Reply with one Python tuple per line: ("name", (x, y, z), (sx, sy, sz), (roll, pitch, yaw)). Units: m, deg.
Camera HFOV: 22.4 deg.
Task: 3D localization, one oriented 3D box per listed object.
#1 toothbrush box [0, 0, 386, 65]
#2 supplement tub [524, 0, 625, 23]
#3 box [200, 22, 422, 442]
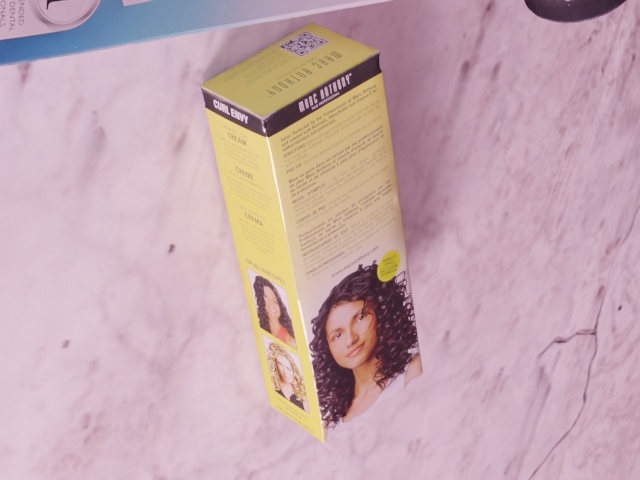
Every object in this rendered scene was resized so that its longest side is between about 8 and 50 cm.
("toothbrush box", (-0.048, -0.212, 0.701), (0.295, 0.126, 0.216), (-16, 122, -38))
("supplement tub", (0.127, -0.217, 0.889), (0.106, 0.106, 0.198), (-43, 135, -19))
("box", (0.000, 0.000, 0.920), (0.087, 0.058, 0.232), (-34, 131, -27))
